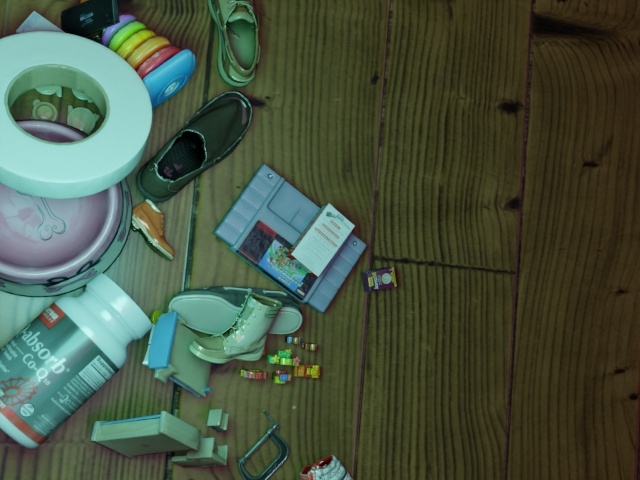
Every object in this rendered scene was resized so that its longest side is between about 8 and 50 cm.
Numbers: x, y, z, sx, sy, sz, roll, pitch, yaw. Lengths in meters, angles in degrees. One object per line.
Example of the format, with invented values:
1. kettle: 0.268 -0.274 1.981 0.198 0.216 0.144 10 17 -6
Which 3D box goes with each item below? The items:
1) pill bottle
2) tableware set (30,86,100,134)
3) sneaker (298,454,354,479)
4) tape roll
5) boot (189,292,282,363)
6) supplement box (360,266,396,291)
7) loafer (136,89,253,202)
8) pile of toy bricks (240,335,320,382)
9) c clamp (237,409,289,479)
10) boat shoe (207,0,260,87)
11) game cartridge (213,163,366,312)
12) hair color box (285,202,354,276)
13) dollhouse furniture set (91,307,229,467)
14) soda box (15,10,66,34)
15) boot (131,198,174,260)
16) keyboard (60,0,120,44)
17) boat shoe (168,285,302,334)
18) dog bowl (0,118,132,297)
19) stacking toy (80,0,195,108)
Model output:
1. pill bottle: -0.560 0.254 1.641 0.363 0.210 0.210 -45 103 -18
2. tableware set: -0.601 -0.326 1.761 0.168 0.020 0.141 10 83 -20
3. sneaker: -0.035 0.662 1.893 0.270 0.090 0.145 -34 98 -24
4. tape roll: -0.553 -0.268 1.575 0.391 0.072 0.392 9 61 -16
5. boot: -0.195 0.202 1.756 0.213 0.077 0.165 7 115 -45
6. supplement box: 0.157 0.104 2.026 0.083 0.043 0.055 -10 92 -21
7. loafer: -0.282 -0.232 1.816 0.134 0.130 0.366 45 67 -14
8. pile of toy bricks: -0.087 0.301 1.883 0.212 0.105 0.118 6 85 -22
9. c clamp: -0.150 0.530 1.893 0.137 0.022 0.161 47 70 -18
10. boat shoe: -0.203 -0.554 1.879 0.122 0.120 0.324 -9 90 -22
11. game cartridge: -0.075 0.000 1.933 0.355 0.068 0.230 38 70 -16
12. hair color box: 0.000 0.000 1.905 0.093 0.053 0.167 41 75 -13
13. dollhouse furniture set: -0.361 0.354 1.789 0.286 0.198 0.304 48 37 -48
14. soda box: -0.587 -0.425 1.729 0.216 0.074 0.069 35 66 -10
15. boot: -0.393 -0.026 1.808 0.084 0.059 0.158 -44 101 -23
16. keyboard: -0.530 -0.497 1.728 0.023 0.180 0.108 2 81 -57
17. boat shoe: -0.210 0.167 1.862 0.335 0.095 0.112 8 118 -18
18. dog bowl: -0.619 -0.081 1.646 0.407 0.150 0.408 2 84 -16
19. stacking toy: -0.455 -0.465 1.775 0.302 0.175 0.166 45 65 1
